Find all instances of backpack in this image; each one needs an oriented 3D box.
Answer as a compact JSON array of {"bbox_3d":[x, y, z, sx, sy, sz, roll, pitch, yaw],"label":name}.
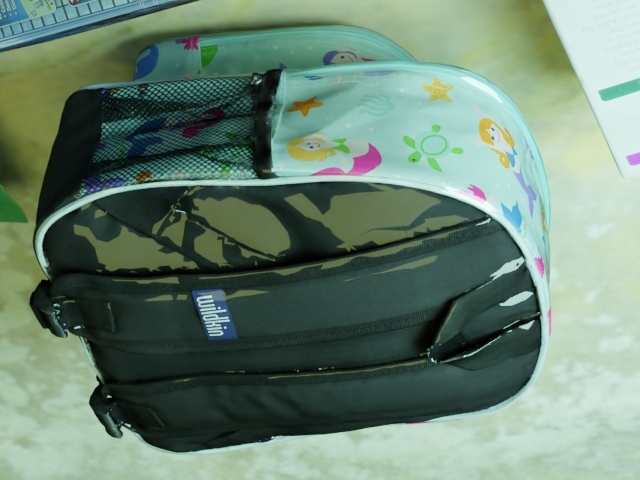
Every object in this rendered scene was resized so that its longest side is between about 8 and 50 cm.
[{"bbox_3d":[0.000,0.000,0.942,0.253,0.191,0.225,-3,137,16],"label":"backpack"}]

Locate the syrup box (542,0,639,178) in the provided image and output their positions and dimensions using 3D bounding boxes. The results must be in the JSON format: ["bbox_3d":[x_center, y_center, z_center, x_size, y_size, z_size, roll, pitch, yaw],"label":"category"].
[{"bbox_3d":[0.152,-0.150,0.855,0.096,0.093,0.237,-16,131,18],"label":"syrup box"}]

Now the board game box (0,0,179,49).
[{"bbox_3d":[-0.135,-0.128,0.855,0.194,0.194,0.060,-12,98,15],"label":"board game box"}]

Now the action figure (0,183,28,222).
[{"bbox_3d":[-0.260,-0.090,0.969,0.137,0.063,0.232,-3,130,11],"label":"action figure"}]
